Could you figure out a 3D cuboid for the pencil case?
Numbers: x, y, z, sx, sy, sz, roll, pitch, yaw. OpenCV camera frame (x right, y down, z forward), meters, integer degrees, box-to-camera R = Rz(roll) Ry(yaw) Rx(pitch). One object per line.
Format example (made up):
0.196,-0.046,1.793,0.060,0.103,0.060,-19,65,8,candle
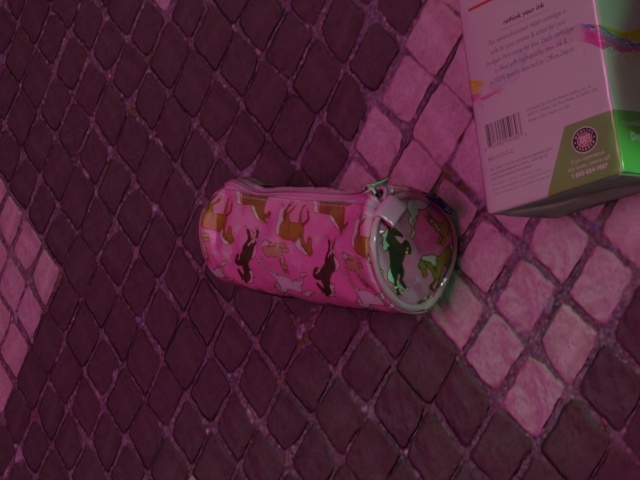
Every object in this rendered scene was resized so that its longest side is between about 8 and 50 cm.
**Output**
0.000,0.000,2.035,0.386,0.160,0.167,4,82,51,pencil case

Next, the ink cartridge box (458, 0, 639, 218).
0.272,-0.219,1.752,0.207,0.119,0.354,-18,75,49,ink cartridge box
